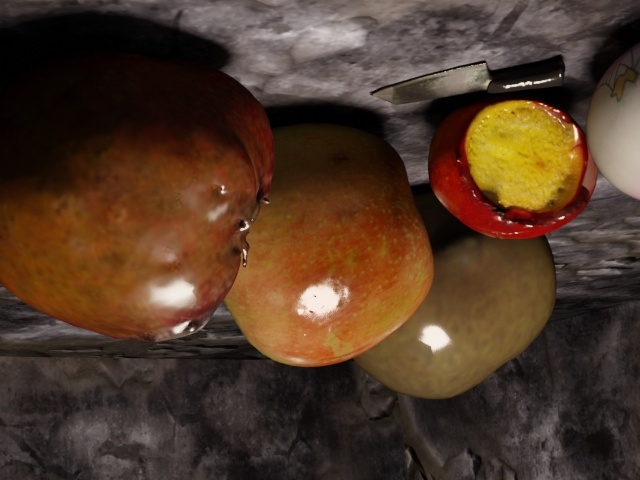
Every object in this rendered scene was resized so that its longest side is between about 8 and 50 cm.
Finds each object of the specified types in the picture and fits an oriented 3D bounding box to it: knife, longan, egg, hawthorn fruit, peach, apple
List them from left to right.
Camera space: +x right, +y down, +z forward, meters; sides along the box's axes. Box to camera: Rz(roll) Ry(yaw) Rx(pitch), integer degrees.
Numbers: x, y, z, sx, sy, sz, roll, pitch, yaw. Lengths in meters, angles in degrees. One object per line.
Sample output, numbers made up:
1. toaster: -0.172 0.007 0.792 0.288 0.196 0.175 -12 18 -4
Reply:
1. hawthorn fruit: -0.207 -0.054 1.099 0.325 0.308 0.308 14 158 -25
2. apple: 0.000 0.000 1.370 0.277 0.319 0.319 -28 164 3
3. longan: 0.193 0.078 1.720 0.361 0.360 0.361 -6 166 -2
4. knife: 0.171 -0.189 1.280 0.231 0.028 0.060 -7 154 14
5. peach: 0.239 -0.093 1.356 0.190 0.196 0.226 -46 157 12
6. egg: 0.403 -0.139 1.248 0.196 0.196 0.271 -7 -176 0
